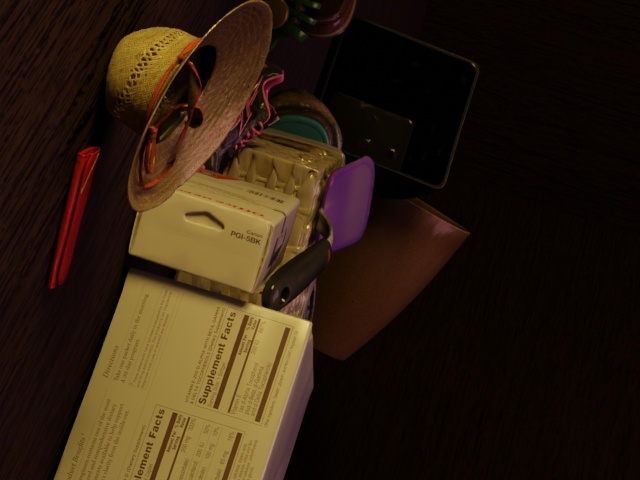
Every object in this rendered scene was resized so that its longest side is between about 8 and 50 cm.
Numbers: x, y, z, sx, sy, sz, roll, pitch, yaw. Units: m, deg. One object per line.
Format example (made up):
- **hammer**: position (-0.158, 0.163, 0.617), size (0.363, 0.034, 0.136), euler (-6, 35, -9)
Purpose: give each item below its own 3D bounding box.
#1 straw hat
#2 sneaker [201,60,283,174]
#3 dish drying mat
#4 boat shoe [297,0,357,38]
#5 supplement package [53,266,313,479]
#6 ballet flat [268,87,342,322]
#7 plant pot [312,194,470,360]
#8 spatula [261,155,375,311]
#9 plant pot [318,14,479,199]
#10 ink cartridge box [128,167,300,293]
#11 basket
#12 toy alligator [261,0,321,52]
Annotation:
- **straw hat**: position (-0.093, -0.093, 1.001), size (0.144, 0.061, 0.144), euler (-53, 165, -21)
- **sneaker**: position (-0.064, -0.098, 1.393), size (0.047, 0.057, 0.119), euler (88, 20, -83)
- **dish drying mat**: position (-0.145, -0.013, 0.999), size (0.032, 0.008, 0.083), euler (-60, 166, -75)
- **boat shoe**: position (0.002, -0.263, 1.552), size (0.060, 0.064, 0.178), euler (81, 12, -55)
- **supplement package**: position (-0.111, 0.186, 1.277), size (0.204, 0.145, 0.262), euler (92, 16, -72)
- **ballet flat**: position (-0.058, 0.019, 1.612), size (0.123, 0.123, 0.348), euler (-61, 167, -71)
- **plant pot**: position (0.050, 0.036, 2.447), size (0.254, 0.237, 0.237), euler (-60, 177, 4)
- **spatula**: position (0.000, 0.000, 1.368), size (0.296, 0.030, 0.084), euler (-53, 155, -69)
- **plant pot**: position (0.077, -0.155, 2.239), size (0.167, 0.188, 0.187), euler (127, -18, -69)
- **ink cartridge box**: position (-0.077, -0.011, 1.265), size (0.135, 0.099, 0.056), euler (-48, 155, -78)
- **basket**: position (-0.057, -0.010, 1.471), size (0.103, 0.113, 0.167), euler (-35, 141, -77)
- **toy alligator**: position (-0.016, -0.239, 1.482), size (0.056, 0.051, 0.190), euler (-39, 146, -83)
